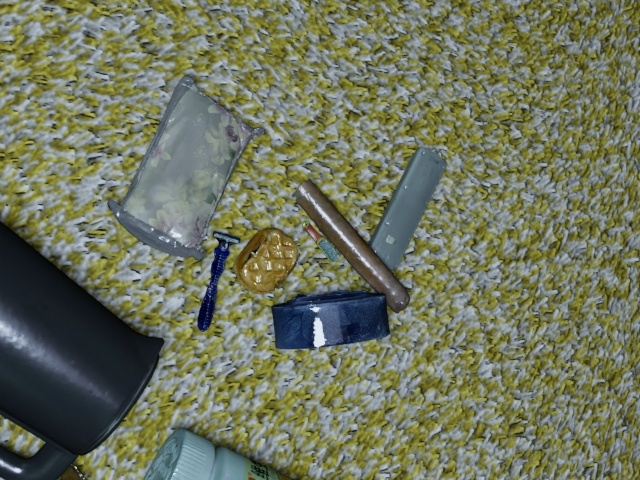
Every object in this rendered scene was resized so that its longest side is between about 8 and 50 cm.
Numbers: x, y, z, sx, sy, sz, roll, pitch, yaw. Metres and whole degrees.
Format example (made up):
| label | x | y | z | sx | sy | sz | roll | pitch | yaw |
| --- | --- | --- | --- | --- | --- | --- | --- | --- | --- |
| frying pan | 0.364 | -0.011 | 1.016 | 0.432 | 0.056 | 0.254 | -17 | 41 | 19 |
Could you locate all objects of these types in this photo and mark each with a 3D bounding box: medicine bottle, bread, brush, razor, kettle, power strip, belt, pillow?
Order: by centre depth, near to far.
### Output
| label | x | y | z | sx | sy | sz | roll | pitch | yaw |
| --- | --- | --- | --- | --- | --- | --- | --- | --- | --- |
| kettle | -0.402 | 0.154 | 1.002 | 0.308 | 0.203 | 0.262 | 41 | 62 | -16 |
| medicine bottle | -0.099 | 0.410 | 1.117 | 0.318 | 0.158 | 0.158 | 31 | 78 | -15 |
| pillow | -0.203 | -0.104 | 1.165 | 0.169 | 0.059 | 0.255 | 29 | 76 | -16 |
| razor | -0.163 | 0.066 | 1.183 | 0.044 | 0.028 | 0.155 | 15 | 81 | -10 |
| belt | 0.019 | 0.119 | 1.184 | 0.190 | 0.141 | 0.082 | -6 | 91 | -21 |
| bread | -0.084 | 0.034 | 1.205 | 0.083 | 0.044 | 0.111 | 43 | 72 | -14 |
| brush | 0.000 | 0.000 | 1.248 | 0.019 | 0.021 | 0.083 | -42 | 100 | -11 |
| power strip | 0.141 | -0.044 | 1.296 | 0.060 | 0.027 | 0.253 | 31 | 78 | -16 |

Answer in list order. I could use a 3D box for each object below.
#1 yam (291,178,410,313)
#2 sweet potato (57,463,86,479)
| label | x | y | z | sx | sy | sz | roll | pitch | yaw |
| --- | --- | --- | --- | --- | --- | --- | --- | --- | --- |
| yam | 0.053 | 0.011 | 1.236 | 0.046 | 0.046 | 0.264 | -42 | 92 | -17 |
| sweet potato | -0.299 | 0.444 | 1.094 | 0.286 | 0.085 | 0.112 | 50 | 39 | 1 |
